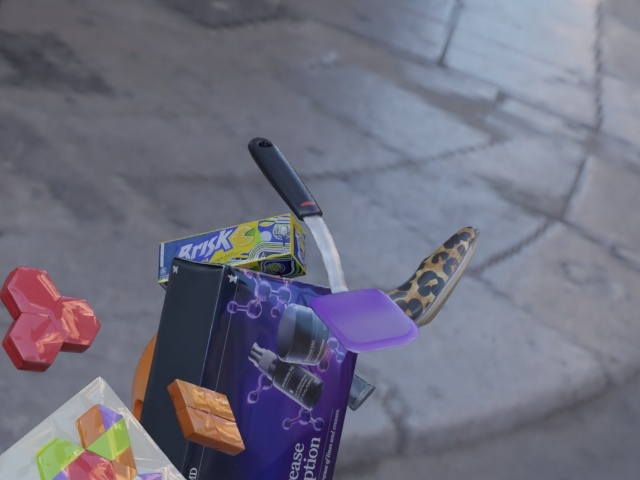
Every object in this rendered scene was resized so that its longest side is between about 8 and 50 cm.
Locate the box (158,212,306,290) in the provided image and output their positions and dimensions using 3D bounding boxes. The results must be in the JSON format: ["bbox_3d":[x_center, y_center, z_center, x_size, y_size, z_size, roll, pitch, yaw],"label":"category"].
[{"bbox_3d":[-0.103,0.021,2.128,0.169,0.054,0.059,-13,56,18],"label":"box"}]

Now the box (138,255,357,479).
[{"bbox_3d":[-0.073,0.162,1.800,0.184,0.261,0.103,13,-3,-34],"label":"box"}]

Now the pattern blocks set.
[{"bbox_3d":[-0.146,0.194,1.309,0.325,0.026,0.285,40,46,-12],"label":"pattern blocks set"}]

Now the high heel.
[{"bbox_3d":[0.048,0.043,2.113,0.186,0.261,0.093,39,-9,10],"label":"high heel"}]

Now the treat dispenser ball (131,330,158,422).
[{"bbox_3d":[-0.115,0.218,2.505,0.288,0.288,0.288,17,21,-7],"label":"treat dispenser ball"}]

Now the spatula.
[{"bbox_3d":[0.000,0.000,1.700,0.084,0.030,0.296,-8,49,-27],"label":"spatula"}]
